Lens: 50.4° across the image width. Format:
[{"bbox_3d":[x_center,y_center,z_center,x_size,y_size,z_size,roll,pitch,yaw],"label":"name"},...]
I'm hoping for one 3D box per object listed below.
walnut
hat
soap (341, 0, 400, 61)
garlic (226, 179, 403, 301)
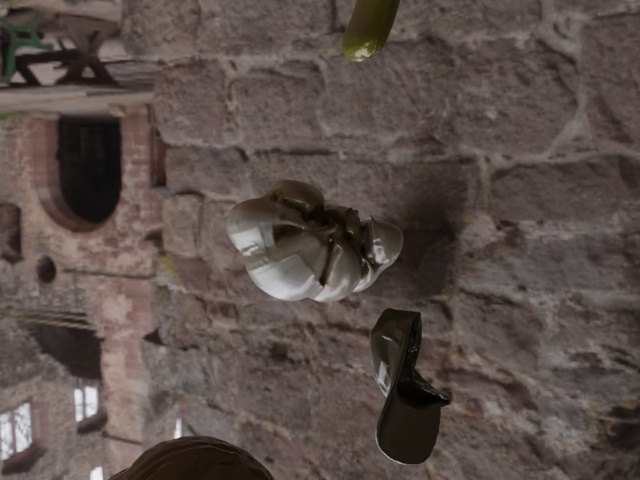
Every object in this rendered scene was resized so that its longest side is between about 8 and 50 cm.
[{"bbox_3d":[-0.145,0.320,0.728,0.228,0.228,0.228,0,-172,0],"label":"walnut"},{"bbox_3d":[0.093,0.202,0.928,0.173,0.166,0.144,-38,-153,-31],"label":"hat"},{"bbox_3d":[0.071,-0.309,0.918,0.045,0.140,0.089,14,-173,-33],"label":"soap"},{"bbox_3d":[-0.010,0.012,1.060,0.281,0.185,0.203,26,163,-19],"label":"garlic"}]
